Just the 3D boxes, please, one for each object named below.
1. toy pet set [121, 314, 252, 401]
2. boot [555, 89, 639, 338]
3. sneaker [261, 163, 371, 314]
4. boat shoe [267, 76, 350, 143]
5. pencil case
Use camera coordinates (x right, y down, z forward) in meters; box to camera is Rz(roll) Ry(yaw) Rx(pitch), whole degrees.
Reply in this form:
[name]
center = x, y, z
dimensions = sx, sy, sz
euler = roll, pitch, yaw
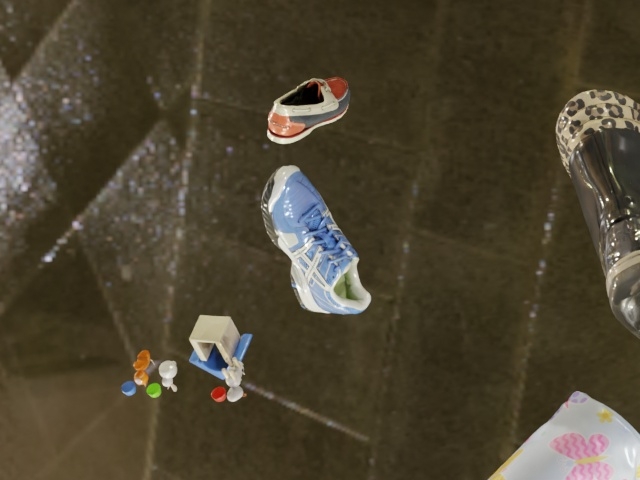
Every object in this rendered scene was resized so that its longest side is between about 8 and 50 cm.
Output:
[toy pet set]
center = -0.128, 0.140, 1.392
dimensions = 0.122, 0.114, 0.065
euler = 2, 138, 25
[boot]
center = 0.407, 0.008, 1.582
dimensions = 0.138, 0.377, 0.284
euler = -27, 54, 22
[sneaker]
center = 0.000, 0.000, 1.475
dimensions = 0.081, 0.080, 0.211
euler = 14, 142, 39
[boat shoe]
center = -0.009, -0.145, 1.361
dimensions = 0.049, 0.137, 0.043
euler = 24, 127, 24
[pencil case]
center = 0.228, 0.288, 1.373
dimensions = 0.124, 0.113, 0.273
euler = 44, 79, 4
